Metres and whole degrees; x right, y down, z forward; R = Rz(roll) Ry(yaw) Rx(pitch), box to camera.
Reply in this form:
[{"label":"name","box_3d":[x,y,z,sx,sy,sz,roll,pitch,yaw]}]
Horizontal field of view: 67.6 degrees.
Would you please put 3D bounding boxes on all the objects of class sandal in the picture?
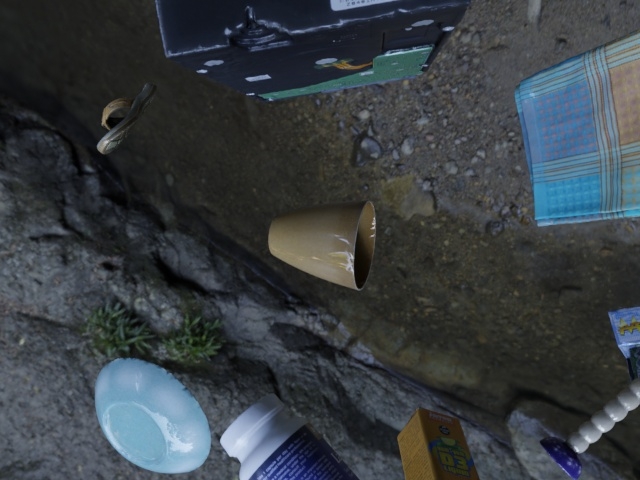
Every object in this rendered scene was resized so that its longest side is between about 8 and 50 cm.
[{"label":"sandal","box_3d":[-0.312,-0.200,0.755,0.049,0.180,0.072,34,134,-23]}]

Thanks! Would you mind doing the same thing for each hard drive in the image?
[{"label":"hard drive","box_3d":[0.007,-0.211,0.510,0.237,0.339,0.064,-6,99,8]}]

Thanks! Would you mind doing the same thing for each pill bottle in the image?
[{"label":"pill bottle","box_3d":[-0.041,0.402,0.814,0.265,0.153,0.153,44,140,19]}]

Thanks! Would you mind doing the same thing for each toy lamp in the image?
[{"label":"toy lamp","box_3d":[0.466,0.249,0.730,0.080,0.080,0.274,42,97,-4]}]

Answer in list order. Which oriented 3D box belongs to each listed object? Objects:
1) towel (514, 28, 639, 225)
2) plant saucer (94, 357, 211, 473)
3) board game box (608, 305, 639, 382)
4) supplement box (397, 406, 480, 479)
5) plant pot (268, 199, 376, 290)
[{"label":"towel","box_3d":[0.460,-0.169,0.712,0.370,0.040,0.271,-8,91,64]},{"label":"plant saucer","box_3d":[-0.244,0.254,0.656,0.195,0.037,0.194,8,113,19]},{"label":"board game box","box_3d":[0.604,0.220,0.887,0.060,0.194,0.194,-22,125,39]},{"label":"supplement box","box_3d":[0.171,0.345,0.656,0.078,0.233,0.080,18,112,-9]},{"label":"plant pot","box_3d":[0.000,0.000,1.284,0.255,0.237,0.237,6,129,19]}]
